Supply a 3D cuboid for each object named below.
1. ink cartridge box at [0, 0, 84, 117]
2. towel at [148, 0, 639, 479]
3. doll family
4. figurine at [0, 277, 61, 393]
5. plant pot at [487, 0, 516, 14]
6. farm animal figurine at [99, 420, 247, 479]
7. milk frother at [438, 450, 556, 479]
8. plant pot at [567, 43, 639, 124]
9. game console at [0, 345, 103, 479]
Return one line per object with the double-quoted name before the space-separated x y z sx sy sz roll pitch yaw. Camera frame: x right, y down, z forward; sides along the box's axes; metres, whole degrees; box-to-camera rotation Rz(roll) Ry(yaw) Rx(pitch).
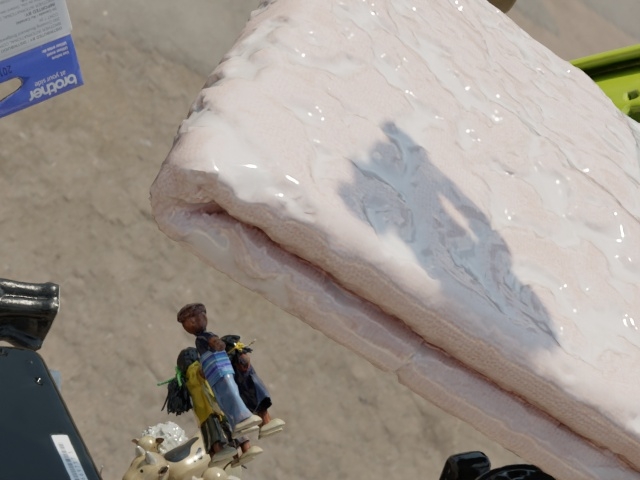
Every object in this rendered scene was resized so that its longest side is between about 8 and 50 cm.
"ink cartridge box" -0.312 -0.237 0.820 0.186 0.311 0.065 -30 39 -28
"towel" 0.103 -0.024 0.486 0.317 0.053 0.332 32 31 -10
"doll family" -0.085 0.120 0.860 0.076 0.193 0.111 -12 68 -29
"figurine" -0.433 0.135 1.264 0.209 0.092 0.215 12 49 -30
"plant pot" 0.103 -0.386 1.171 0.229 0.263 0.263 -1 47 -6
"farm animal figurine" -0.230 0.406 1.700 0.327 0.330 0.172 -38 132 -54
"milk frother" 0.131 0.187 0.571 0.143 0.134 0.129 6 31 -8
"plant pot" 0.308 -0.071 1.079 0.228 0.227 0.207 46 53 -32
"game console" -0.344 0.225 0.895 0.342 0.060 0.386 9 31 -42
